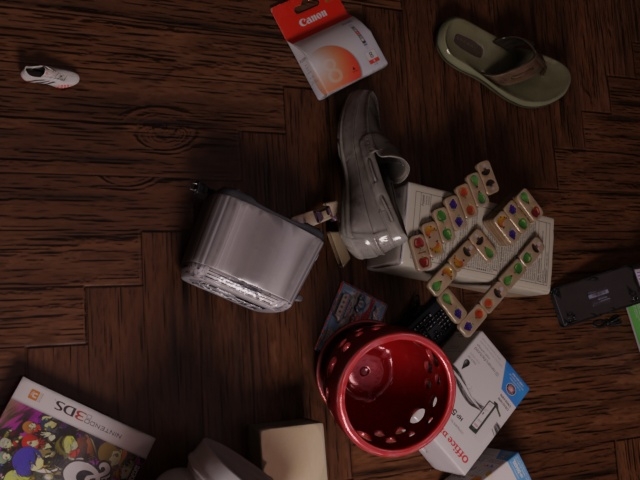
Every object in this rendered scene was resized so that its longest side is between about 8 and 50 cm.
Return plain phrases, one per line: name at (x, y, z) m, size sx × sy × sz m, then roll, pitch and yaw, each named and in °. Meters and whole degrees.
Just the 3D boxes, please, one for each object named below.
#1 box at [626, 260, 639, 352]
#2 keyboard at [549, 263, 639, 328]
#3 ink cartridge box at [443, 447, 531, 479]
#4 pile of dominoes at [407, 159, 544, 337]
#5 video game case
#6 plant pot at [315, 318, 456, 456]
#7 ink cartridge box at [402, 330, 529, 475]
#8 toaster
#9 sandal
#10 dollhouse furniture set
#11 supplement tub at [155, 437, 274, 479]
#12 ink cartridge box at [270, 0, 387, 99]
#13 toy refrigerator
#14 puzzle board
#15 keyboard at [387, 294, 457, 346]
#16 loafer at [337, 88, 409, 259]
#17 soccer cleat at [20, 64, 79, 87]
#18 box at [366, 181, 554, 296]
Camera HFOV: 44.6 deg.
box at (0.757, 0.149, 1.587) m, size 0.231 × 0.127 × 0.262 m, roll -18°, pitch 91°, yaw -26°
keyboard at (0.543, 0.121, 1.522) m, size 0.180 × 0.023 × 0.108 m, roll -16°, pitch 83°, yaw -8°
ink cartridge box at (0.280, 0.434, 1.338) m, size 0.143 × 0.092 × 0.090 m, roll -27°, pitch 94°, yaw -27°
pile of dominoes at (0.267, 0.006, 1.288) m, size 0.251 × 0.040 × 0.196 m, roll -44°, pitch 102°, yaw -24°
video game case at (-0.372, 0.335, 1.072) m, size 0.210 × 0.042 × 0.232 m, roll 31°, pitch 70°, yaw -17°
plant pot at (0.092, 0.222, 1.223) m, size 0.191 × 0.174 × 0.191 m, roll -1°, pitch 93°, yaw -15°
ink cartridge box at (0.240, 0.278, 1.346) m, size 0.148 × 0.086 × 0.203 m, roll 49°, pitch 65°, yaw -11°
toaster at (-0.115, 0.017, 1.194) m, size 0.227 × 0.129 × 0.146 m, roll 26°, pitch 74°, yaw -21°
sandal at (0.359, -0.341, 1.493) m, size 0.303 × 0.086 × 0.120 m, roll 16°, pitch 76°, yaw -22°
dollhouse furniture set at (0.000, 0.000, 1.284) m, size 0.081 × 0.091 × 0.114 m, roll -21°, pitch 95°, yaw -11°
supplement tub at (-0.173, 0.448, 1.012) m, size 0.235 × 0.235 × 0.325 m, roll 39°, pitch 81°, yaw -15°
ink cartridge box at (0.018, -0.354, 1.359) m, size 0.145 × 0.045 × 0.179 m, roll -32°, pitch 99°, yaw -26°
toy refrigerator at (-0.046, 0.414, 1.189) m, size 0.102 × 0.094 × 0.269 m, roll -3°, pitch 83°, yaw -19°
puzzle board at (0.054, 0.145, 1.319) m, size 0.096 × 0.011 × 0.128 m, roll 29°, pitch 71°, yaw -19°
keyboard at (0.161, 0.170, 1.352) m, size 0.192 × 0.038 × 0.100 m, roll -40°, pitch 100°, yaw -25°
loafer at (0.093, -0.118, 1.282) m, size 0.112 × 0.111 × 0.319 m, roll 45°, pitch 38°, yaw -54°
soccer cleat at (-0.397, -0.243, 1.149) m, size 0.083 × 0.035 × 0.029 m, roll 3°, pitch 81°, yaw -25°
box at (0.247, 0.005, 1.370) m, size 0.311 × 0.121 × 0.148 m, roll 13°, pitch 78°, yaw -23°
